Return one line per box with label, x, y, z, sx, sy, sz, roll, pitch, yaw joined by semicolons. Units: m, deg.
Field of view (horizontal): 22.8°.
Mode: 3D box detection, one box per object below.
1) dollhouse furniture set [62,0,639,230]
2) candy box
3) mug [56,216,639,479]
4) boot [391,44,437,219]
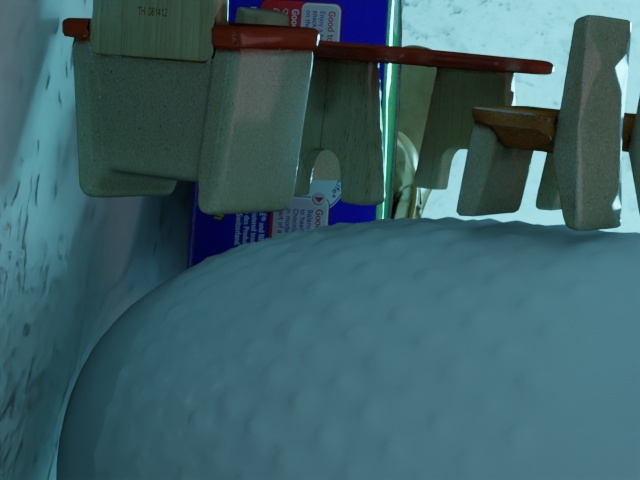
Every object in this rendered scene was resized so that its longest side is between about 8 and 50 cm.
dollhouse furniture set;0.011;-0.086;0.738;0.259;0.262;0.135;-5;101;-52
candy box;-0.008;-0.065;1.073;0.317;0.122;0.268;79;15;-83
mug;0.063;0.161;0.791;0.276;0.328;0.374;-54;137;-37
boot;0.067;-0.070;1.385;0.269;0.089;0.236;18;81;-85
